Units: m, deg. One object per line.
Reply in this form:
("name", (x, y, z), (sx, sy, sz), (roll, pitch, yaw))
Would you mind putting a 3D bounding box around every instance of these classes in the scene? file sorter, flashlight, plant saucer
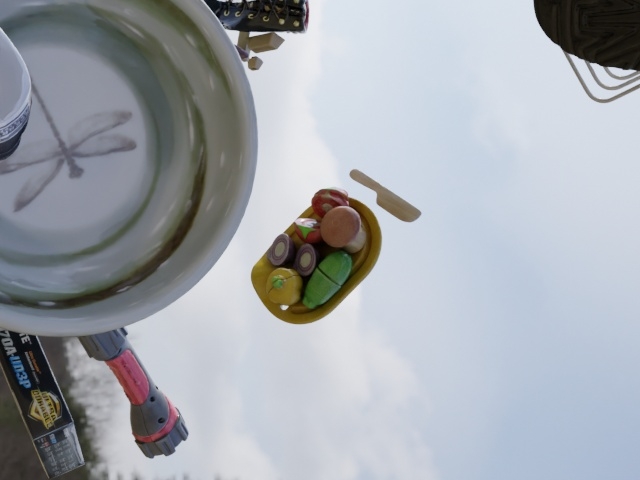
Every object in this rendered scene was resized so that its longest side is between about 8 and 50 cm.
("file sorter", (0.498, -0.353, 1.649), (0.193, 0.278, 0.173), (-26, -82, 37))
("flashlight", (-0.347, 0.263, 1.932), (0.103, 0.103, 0.304), (14, -42, 45))
("plant saucer", (-0.265, -0.105, 1.082), (0.100, 0.401, 0.400), (4, -80, 64))

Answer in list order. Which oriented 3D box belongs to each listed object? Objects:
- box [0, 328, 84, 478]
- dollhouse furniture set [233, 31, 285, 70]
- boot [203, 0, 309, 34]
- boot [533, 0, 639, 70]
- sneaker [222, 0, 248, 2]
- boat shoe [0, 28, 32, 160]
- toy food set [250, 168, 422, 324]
("box", (-0.342, 0.177, 1.263), (0.175, 0.051, 0.220), (62, -18, 18))
("dollhouse furniture set", (-0.095, -0.350, 1.804), (0.114, 0.091, 0.081), (-2, -110, 38))
("boot", (-0.114, -0.380, 1.696), (0.236, 0.179, 0.085), (-41, 136, -83))
("boot", (0.434, -0.261, 1.174), (0.348, 0.260, 0.131), (12, -69, 24))
("sneaker", (-0.031, -0.315, 1.096), (0.083, 0.215, 0.084), (61, -11, -12))
("boat shoe", (-0.328, -0.199, 0.861), (0.301, 0.108, 0.102), (55, -21, 6))
("toy food set", (0.000, 0.000, 1.281), (0.128, 0.218, 0.071), (45, 3, 30))
